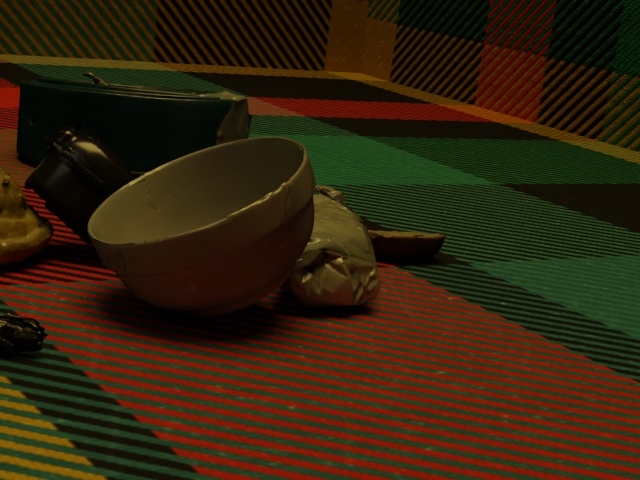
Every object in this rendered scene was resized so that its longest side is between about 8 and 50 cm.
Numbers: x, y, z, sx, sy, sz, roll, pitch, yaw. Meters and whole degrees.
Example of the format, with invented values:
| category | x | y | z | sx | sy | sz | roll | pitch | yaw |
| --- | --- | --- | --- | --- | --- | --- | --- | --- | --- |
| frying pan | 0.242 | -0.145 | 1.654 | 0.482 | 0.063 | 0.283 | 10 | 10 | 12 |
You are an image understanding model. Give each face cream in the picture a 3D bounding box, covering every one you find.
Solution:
| category | x | y | z | sx | sy | sz | roll | pitch | yaw |
| --- | --- | --- | --- | --- | --- | --- | --- | --- | --- |
| face cream | 0.016 | -0.089 | 2.422 | 0.038 | 0.020 | 0.115 | 1 | 14 | -21 |

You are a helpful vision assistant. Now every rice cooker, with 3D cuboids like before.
| category | x | y | z | sx | sy | sz | roll | pitch | yaw |
| --- | --- | --- | --- | --- | --- | --- | --- | --- | --- |
| rice cooker | -0.318 | -0.066 | 1.821 | 0.203 | 0.118 | 0.142 | 44 | -8 | -9 |

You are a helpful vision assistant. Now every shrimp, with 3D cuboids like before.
| category | x | y | z | sx | sy | sz | roll | pitch | yaw |
| --- | --- | --- | --- | --- | --- | --- | --- | --- | --- |
| shrimp | -0.389 | 0.080 | 1.461 | 0.219 | 0.046 | 0.152 | 11 | 17 | 16 |

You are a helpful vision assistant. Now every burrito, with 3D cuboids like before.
| category | x | y | z | sx | sy | sz | roll | pitch | yaw |
| --- | --- | --- | --- | --- | --- | --- | --- | --- | --- |
| burrito | 0.000 | 0.000 | 1.874 | 0.139 | 0.101 | 0.445 | 2 | 14 | -5 |

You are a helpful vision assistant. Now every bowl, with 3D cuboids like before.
| category | x | y | z | sx | sy | sz | roll | pitch | yaw |
| --- | --- | --- | --- | --- | --- | --- | --- | --- | --- |
| bowl | -0.130 | -0.005 | 1.621 | 0.286 | 0.144 | 0.287 | -18 | 22 | 7 |

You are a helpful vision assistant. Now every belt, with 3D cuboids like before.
| category | x | y | z | sx | sy | sz | roll | pitch | yaw |
| --- | --- | --- | --- | --- | --- | --- | --- | --- | --- |
| belt | -0.348 | -0.217 | 2.437 | 0.436 | 0.173 | 0.300 | 9 | 11 | 7 |

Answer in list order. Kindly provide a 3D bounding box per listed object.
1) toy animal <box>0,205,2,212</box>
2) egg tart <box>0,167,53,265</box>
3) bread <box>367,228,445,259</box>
| category | x | y | z | sx | sy | sz | roll | pitch | yaw |
| --- | --- | --- | --- | --- | --- | --- | --- | --- | --- |
| toy animal | -0.408 | 0.039 | 1.309 | 0.127 | 0.193 | 0.178 | 8 | 12 | 12 |
| egg tart | -0.506 | -0.044 | 1.772 | 0.290 | 0.115 | 0.290 | 8 | 12 | -2 |
| bread | 0.123 | 0.004 | 2.053 | 0.129 | 0.044 | 0.126 | -2 | 8 | -22 |
